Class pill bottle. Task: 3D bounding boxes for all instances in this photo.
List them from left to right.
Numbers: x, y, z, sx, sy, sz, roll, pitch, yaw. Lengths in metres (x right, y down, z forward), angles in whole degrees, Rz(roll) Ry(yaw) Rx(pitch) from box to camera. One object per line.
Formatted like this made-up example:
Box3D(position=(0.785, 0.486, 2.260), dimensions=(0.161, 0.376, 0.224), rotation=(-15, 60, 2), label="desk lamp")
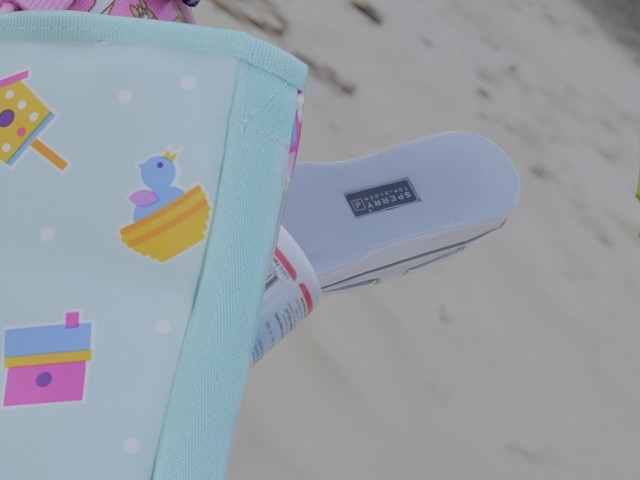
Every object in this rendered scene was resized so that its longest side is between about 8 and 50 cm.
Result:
Box3D(position=(-0.083, 0.052, 1.067), dimensions=(0.087, 0.160, 0.087), rotation=(42, -19, 18), label="pill bottle")

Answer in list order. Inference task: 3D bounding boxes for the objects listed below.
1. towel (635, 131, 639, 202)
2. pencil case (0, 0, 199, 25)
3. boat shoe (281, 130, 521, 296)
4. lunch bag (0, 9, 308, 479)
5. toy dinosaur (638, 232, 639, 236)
Box3D(position=(0.273, -0.142, 1.436), dimensions=(0.021, 0.102, 0.237), rotation=(30, 56, -42), label="towel")
Box3D(position=(-0.243, -0.119, 1.070), dimensions=(0.386, 0.167, 0.160), rotation=(18, 3, 38), label="pencil case")
Box3D(position=(0.000, 0.000, 1.226), dimensions=(0.258, 0.084, 0.095), rotation=(-7, 63, -22), label="boat shoe")
Box3D(position=(-0.115, 0.047, 0.705), dimensions=(0.262, 0.223, 0.160), rotation=(-6, -27, 41), label="lunch bag")
Box3D(position=(0.254, 0.015, 1.243), dimensions=(0.112, 0.064, 0.211), rotation=(50, 18, -19), label="toy dinosaur")
